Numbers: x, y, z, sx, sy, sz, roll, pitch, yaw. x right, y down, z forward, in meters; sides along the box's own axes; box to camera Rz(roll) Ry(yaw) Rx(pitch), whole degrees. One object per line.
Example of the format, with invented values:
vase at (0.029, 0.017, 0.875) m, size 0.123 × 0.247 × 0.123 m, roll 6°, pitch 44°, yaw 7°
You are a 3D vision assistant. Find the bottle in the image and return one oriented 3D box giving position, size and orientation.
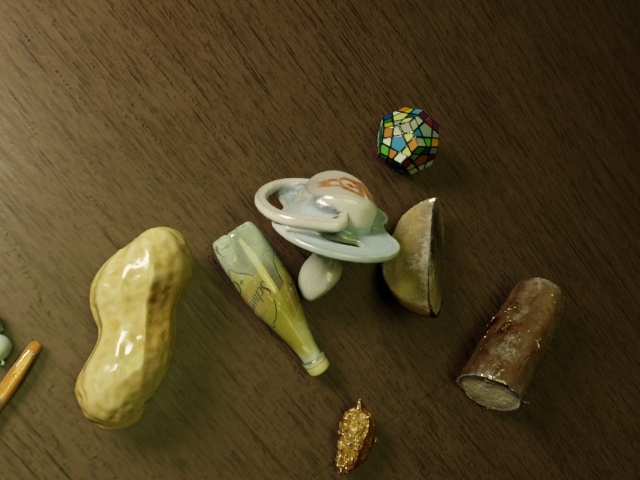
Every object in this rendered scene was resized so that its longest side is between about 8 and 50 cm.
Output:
bottle at (-0.069, 0.098, 0.753) m, size 0.083 × 0.083 × 0.269 m, roll -36°, pitch 98°, yaw -30°

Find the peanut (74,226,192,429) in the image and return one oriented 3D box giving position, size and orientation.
peanut at (-0.252, 0.109, 0.638) m, size 0.125 × 0.111 × 0.274 m, roll 15°, pitch 70°, yaw -19°

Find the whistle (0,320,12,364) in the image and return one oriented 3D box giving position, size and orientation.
whistle at (-0.418, 0.111, 0.595) m, size 0.035 × 0.035 × 0.100 m, roll -24°, pitch 87°, yaw -30°

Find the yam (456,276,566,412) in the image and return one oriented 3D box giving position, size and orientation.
yam at (0.387, 0.205, 0.942) m, size 0.131 × 0.131 × 0.279 m, roll 49°, pitch 60°, yaw -8°

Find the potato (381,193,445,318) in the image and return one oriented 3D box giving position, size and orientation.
potato at (0.179, 0.046, 0.909) m, size 0.120 × 0.100 × 0.261 m, roll 62°, pitch 33°, yaw -46°

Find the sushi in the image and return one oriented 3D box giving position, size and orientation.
sushi at (0.055, 0.318, 0.772) m, size 0.060 × 0.062 × 0.117 m, roll 34°, pitch 53°, yaw -45°

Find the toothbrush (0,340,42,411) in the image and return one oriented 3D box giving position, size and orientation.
toothbrush at (-0.427, 0.264, 0.552) m, size 0.023 × 0.031 × 0.320 m, roll 33°, pitch 65°, yaw -18°

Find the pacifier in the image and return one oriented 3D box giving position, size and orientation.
pacifier at (0.000, 0.000, 0.775) m, size 0.228 × 0.279 × 0.207 m, roll 9°, pitch 114°, yaw -5°

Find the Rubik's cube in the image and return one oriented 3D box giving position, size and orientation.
Rubik's cube at (0.172, -0.196, 0.938) m, size 0.112 × 0.133 × 0.133 m, roll -25°, pitch 89°, yaw -58°
